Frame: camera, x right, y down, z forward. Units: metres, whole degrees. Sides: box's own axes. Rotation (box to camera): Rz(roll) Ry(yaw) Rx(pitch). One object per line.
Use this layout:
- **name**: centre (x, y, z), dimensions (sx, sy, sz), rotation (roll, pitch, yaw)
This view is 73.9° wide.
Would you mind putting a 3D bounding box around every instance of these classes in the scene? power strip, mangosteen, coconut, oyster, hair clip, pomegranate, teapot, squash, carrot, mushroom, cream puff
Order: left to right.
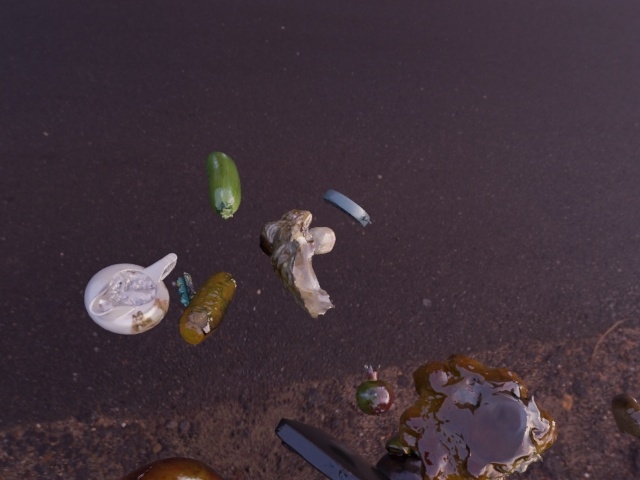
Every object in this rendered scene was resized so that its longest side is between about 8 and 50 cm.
- **teapot**: centre (-0.493, 0.137, 1.117), dimensions (0.204, 0.139, 0.298), rotation (34, 32, -2)
- **hair clip**: centre (-0.330, 0.127, 1.060), dimensions (0.049, 0.049, 0.173), rotation (-21, 29, -19)
- **carrot**: centre (-0.236, 0.141, 0.902), dimensions (0.082, 0.082, 0.173), rotation (17, 31, 3)
- **squash**: centre (-0.314, -0.190, 1.376), dimensions (0.107, 0.107, 0.395), rotation (-7, 37, -12)
- **oyster**: centre (-0.051, 0.032, 0.753), dimensions (0.108, 0.161, 0.232), rotation (-14, 41, 3)
- **coconut**: centre (0.000, 0.000, 1.806), dimensions (0.116, 0.116, 0.122), rotation (47, 29, 20)
- **power strip**: centre (0.098, -0.114, 1.519), dimensions (0.216, 0.137, 0.044), rotation (35, 86, 19)
- **pomegranate**: centre (0.183, 0.500, 1.418), dimensions (0.130, 0.129, 0.159), rotation (16, 61, 2)
- **mangosteen**: centre (0.319, 0.836, 1.454), dimensions (0.312, 0.311, 0.310), rotation (4, 58, -6)
- **cream puff**: centre (0.277, 0.320, 0.760), dimensions (0.269, 0.154, 0.240), rotation (10, 58, 4)
- **mushroom**: centre (0.798, 0.448, 1.102), dimensions (0.072, 0.210, 0.094), rotation (-17, 76, 23)

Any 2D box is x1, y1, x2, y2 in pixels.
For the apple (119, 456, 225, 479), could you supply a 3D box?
- **apple**: centre (-0.402, 0.783, 1.113), dimensions (0.384, 0.374, 0.374), rotation (39, 61, 13)

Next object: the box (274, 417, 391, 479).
- **box**: centre (0.042, 0.566, 1.093), dimensions (0.290, 0.289, 0.073), rotation (24, 73, 31)
